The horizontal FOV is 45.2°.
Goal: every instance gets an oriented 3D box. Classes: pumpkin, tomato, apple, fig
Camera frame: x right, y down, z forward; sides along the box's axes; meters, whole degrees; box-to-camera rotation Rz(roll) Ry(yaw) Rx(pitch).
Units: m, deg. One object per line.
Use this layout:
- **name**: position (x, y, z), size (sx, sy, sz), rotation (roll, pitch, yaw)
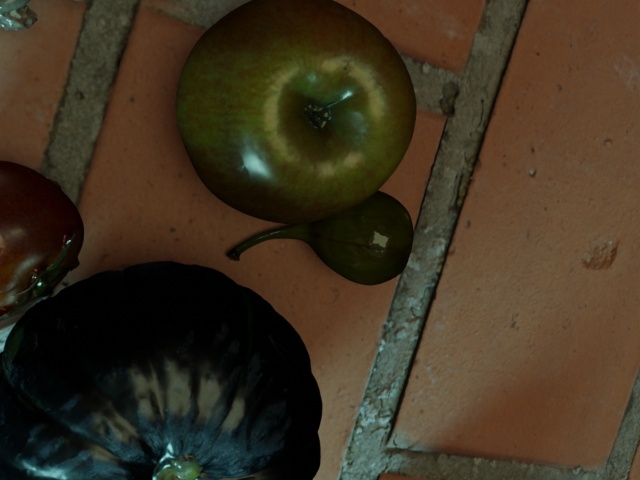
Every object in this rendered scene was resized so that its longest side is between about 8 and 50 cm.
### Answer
- **pumpkin**: position (-0.177, 0.202, 0.828), size (0.363, 0.266, 0.363), rotation (-7, 107, -24)
- **tomato**: position (-0.333, -0.004, 0.788), size (0.167, 0.167, 0.167), rotation (-5, 101, -24)
- **apple**: position (-0.023, -0.144, 0.849), size (0.264, 0.264, 0.264), rotation (-5, 101, -24)
- **fig**: position (0.000, 0.000, 0.978), size (0.236, 0.124, 0.124), rotation (-4, 102, 1)

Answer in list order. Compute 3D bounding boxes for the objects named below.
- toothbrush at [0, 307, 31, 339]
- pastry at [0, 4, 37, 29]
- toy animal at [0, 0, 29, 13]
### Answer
- **toothbrush**: position (-0.445, 0.149, 0.828), size (0.307, 0.025, 0.029), rotation (-27, 118, -18)
- **pastry**: position (-0.406, -0.161, 0.747), size (0.265, 0.103, 0.112), rotation (-56, 133, -13)
- **toy animal**: position (-0.282, -0.348, 0.755), size (0.168, 0.121, 0.233), rotation (-23, 99, -36)
